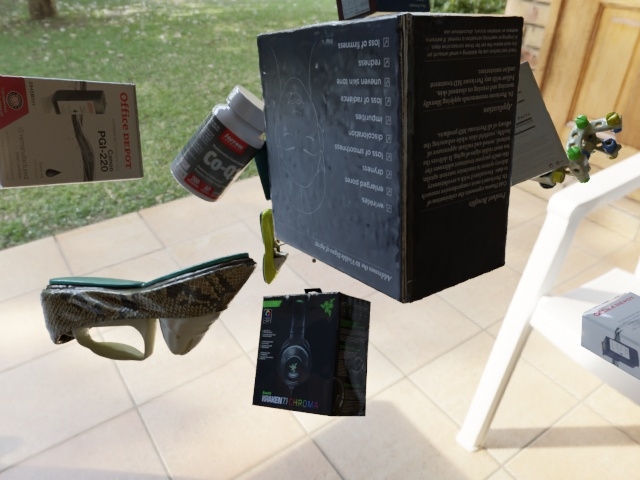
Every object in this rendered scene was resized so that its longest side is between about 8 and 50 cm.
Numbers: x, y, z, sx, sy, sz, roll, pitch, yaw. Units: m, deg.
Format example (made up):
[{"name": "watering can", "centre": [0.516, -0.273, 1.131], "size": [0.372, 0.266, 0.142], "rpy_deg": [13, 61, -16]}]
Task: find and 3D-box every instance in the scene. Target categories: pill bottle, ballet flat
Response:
[{"name": "pill bottle", "centre": [-0.251, -0.253, 1.356], "size": [0.161, 0.283, 0.161], "rpy_deg": [38, 15, -13]}, {"name": "ballet flat", "centre": [-0.329, 0.139, 0.992], "size": [0.481, 0.182, 0.164], "rpy_deg": [-8, -3, 19]}, {"name": "ballet flat", "centre": [-0.131, 0.022, 1.487], "size": [0.077, 0.231, 0.077], "rpy_deg": [3, 17, 14]}]

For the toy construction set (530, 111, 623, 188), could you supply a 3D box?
[{"name": "toy construction set", "centre": [0.610, -0.243, 1.374], "size": [0.215, 0.151, 0.327], "rpy_deg": [-55, 26, -8]}]

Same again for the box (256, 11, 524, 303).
[{"name": "box", "centre": [0.117, -0.194, 1.063], "size": [0.297, 0.473, 0.479], "rpy_deg": [-14, 22, -31]}]

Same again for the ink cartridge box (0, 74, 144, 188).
[{"name": "ink cartridge box", "centre": [-0.399, -0.167, 0.801], "size": [0.092, 0.159, 0.217], "rpy_deg": [9, 15, 41]}]

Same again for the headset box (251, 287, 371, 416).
[{"name": "headset box", "centre": [-0.019, 0.255, 1.212], "size": [0.246, 0.284, 0.131], "rpy_deg": [-7, -19, 39]}]

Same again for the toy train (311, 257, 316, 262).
[{"name": "toy train", "centre": [0.000, 0.000, 1.427], "size": [0.046, 0.125, 0.166], "rpy_deg": [8, -1, 26]}]

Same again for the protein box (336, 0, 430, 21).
[{"name": "protein box", "centre": [0.146, -0.645, 1.254], "size": [0.199, 0.201, 0.135], "rpy_deg": [-20, 17, -37]}]

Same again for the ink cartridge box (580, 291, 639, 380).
[{"name": "ink cartridge box", "centre": [0.760, 0.231, 1.192], "size": [0.171, 0.100, 0.237], "rpy_deg": [-18, 26, -19]}]

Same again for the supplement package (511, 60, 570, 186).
[{"name": "supplement package", "centre": [0.457, -0.261, 1.190], "size": [0.133, 0.244, 0.139], "rpy_deg": [-22, -3, 21]}]

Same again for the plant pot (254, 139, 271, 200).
[{"name": "plant pot", "centre": [-0.047, -0.231, 1.512], "size": [0.165, 0.166, 0.234], "rpy_deg": [-10, 7, 42]}]
